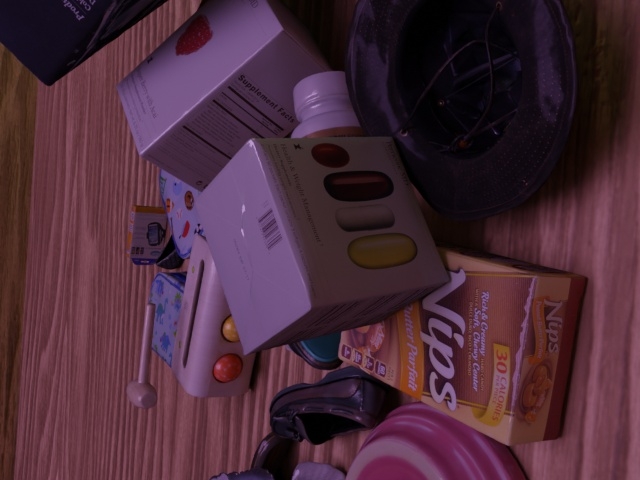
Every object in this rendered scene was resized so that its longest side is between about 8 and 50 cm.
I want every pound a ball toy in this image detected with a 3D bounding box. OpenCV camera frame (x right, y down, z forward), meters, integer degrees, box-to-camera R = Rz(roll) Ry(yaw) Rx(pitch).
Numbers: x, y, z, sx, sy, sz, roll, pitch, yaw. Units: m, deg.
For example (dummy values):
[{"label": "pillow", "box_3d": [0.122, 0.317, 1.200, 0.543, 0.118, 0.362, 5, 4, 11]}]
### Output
[{"label": "pound a ball toy", "box_3d": [-0.205, 0.157, 1.355, 0.135, 0.208, 0.320, 32, 113, 53]}]

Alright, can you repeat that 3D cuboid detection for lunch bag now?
[{"label": "lunch bag", "box_3d": [-0.197, -0.111, 1.452, 0.303, 0.114, 0.243, -55, 48, 38]}, {"label": "lunch bag", "box_3d": [-0.278, 0.160, 1.571, 0.219, 0.090, 0.176, 23, 108, 55]}]

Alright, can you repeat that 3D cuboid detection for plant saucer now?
[{"label": "plant saucer", "box_3d": [0.126, 0.368, 0.953, 0.332, 0.084, 0.333, -8, 80, 56]}]

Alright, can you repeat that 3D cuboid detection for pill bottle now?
[{"label": "pill bottle", "box_3d": [0.025, -0.115, 1.096, 0.131, 0.131, 0.230, -29, 64, 52]}]

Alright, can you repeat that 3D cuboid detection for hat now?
[{"label": "hat", "box_3d": [0.180, -0.195, 0.868, 0.331, 0.133, 0.332, 27, 125, 46]}]

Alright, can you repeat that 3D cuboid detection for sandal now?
[{"label": "sandal", "box_3d": [-0.088, 0.413, 1.293, 0.060, 0.090, 0.220, 33, 109, 28]}]

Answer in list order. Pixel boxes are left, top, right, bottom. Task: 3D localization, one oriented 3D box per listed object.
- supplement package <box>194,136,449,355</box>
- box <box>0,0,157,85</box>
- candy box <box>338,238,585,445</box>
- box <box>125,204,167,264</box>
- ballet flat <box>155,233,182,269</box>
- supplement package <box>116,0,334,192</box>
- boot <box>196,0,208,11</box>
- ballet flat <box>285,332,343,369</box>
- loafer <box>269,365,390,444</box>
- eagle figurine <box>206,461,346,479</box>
[{"label": "supplement package", "box_3d": [0.000, 0.000, 0.876, 0.149, 0.203, 0.194, -37, 67, 47]}, {"label": "box", "box_3d": [-0.283, -0.562, 1.175, 0.471, 0.297, 0.480, -31, 19, 39]}, {"label": "candy box", "box_3d": [0.152, 0.099, 0.927, 0.316, 0.087, 0.183, 17, 102, 56]}, {"label": "box", "box_3d": [-0.400, -0.011, 1.775, 0.028, 0.081, 0.136, 28, 110, 54]}, {"label": "ballet flat", "box_3d": [-0.312, -0.005, 1.670, 0.057, 0.049, 0.173, 53, 130, 43]}, {"label": "supplement package", "box_3d": [-0.148, -0.246, 1.227, 0.293, 0.175, 0.178, -38, 53, 15]}, {"label": "boot", "box_3d": [-0.220, -0.448, 1.521, 0.283, 0.108, 0.220, -173, 94, -67]}, {"label": "ballet flat", "box_3d": [-0.024, 0.109, 1.203, 0.281, 0.095, 0.096, -108, 28, -44]}, {"label": "loafer", "box_3d": [-0.003, 0.257, 1.126, 0.267, 0.096, 0.084, -37, 32, 47]}, {"label": "eagle figurine", "box_3d": [-0.098, 0.462, 1.175, 0.298, 0.225, 0.227, 126, 155, -57]}]
